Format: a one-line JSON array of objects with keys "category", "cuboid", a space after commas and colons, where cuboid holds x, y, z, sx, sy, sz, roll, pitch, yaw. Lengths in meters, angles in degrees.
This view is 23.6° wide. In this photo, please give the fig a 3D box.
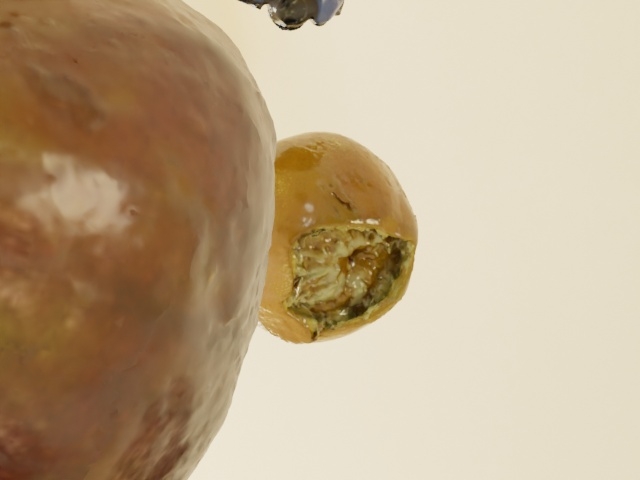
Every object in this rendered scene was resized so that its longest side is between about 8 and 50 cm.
[{"category": "fig", "cuboid": [-0.120, 0.005, 0.533, 0.224, 0.263, 0.224, 0, -88, 2]}]

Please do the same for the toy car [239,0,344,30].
[{"category": "toy car", "cuboid": [-0.080, -0.210, 1.055, 0.216, 0.103, 0.063, 16, -59, -20]}]

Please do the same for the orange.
[{"category": "orange", "cuboid": [0.000, 0.000, 1.101, 0.134, 0.155, 0.154, 16, -48, 41]}]
